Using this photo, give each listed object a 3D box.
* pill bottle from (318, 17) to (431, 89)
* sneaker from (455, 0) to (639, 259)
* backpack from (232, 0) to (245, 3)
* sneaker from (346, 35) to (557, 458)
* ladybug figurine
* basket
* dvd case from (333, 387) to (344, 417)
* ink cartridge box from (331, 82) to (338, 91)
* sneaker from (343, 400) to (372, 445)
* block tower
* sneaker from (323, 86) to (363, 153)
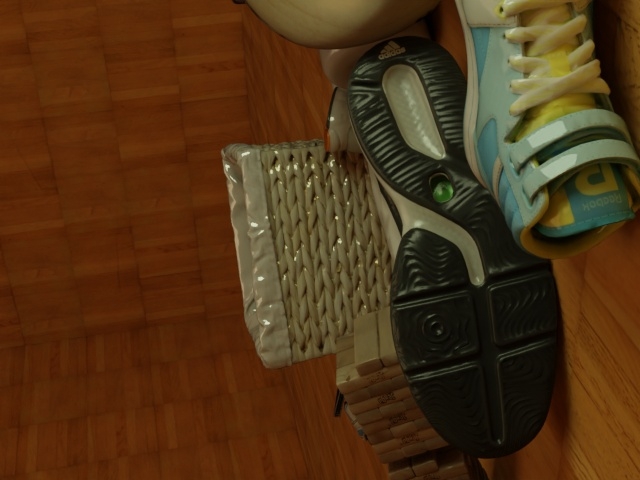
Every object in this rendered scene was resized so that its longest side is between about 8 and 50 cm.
[{"bbox_3d":[0.052,-0.343,1.320,0.146,0.146,0.264,105,155,-69],"label":"pill bottle"},{"bbox_3d":[0.183,-0.125,0.756,0.208,0.127,0.319,-105,2,-51],"label":"sneaker"},{"bbox_3d":[-0.116,-0.552,1.842,0.276,0.263,0.213,138,124,-78],"label":"backpack"},{"bbox_3d":[0.154,0.015,1.121,0.257,0.169,0.447,45,-149,-76],"label":"sneaker"},{"bbox_3d":[0.022,-0.383,1.131,0.449,0.162,0.305,56,129,41],"label":"ladybug figurine"},{"bbox_3d":[0.000,0.000,1.571,0.328,0.266,0.331,-147,50,-79],"label":"basket"},{"bbox_3d":[0.057,0.205,1.909,0.164,0.018,0.221,-77,-2,-55],"label":"dvd case"},{"bbox_3d":[0.061,-0.274,1.599,0.181,0.062,0.104,99,161,-61],"label":"ink cartridge box"},{"bbox_3d":[0.094,0.338,1.859,0.237,0.085,0.086,153,115,-82],"label":"sneaker"},{"bbox_3d":[0.119,0.236,1.190,0.097,0.091,0.335,-87,-26,-58],"label":"block tower"},{"bbox_3d":[0.086,-0.219,1.413,0.099,0.121,0.262,100,-176,-60],"label":"sneaker"}]
